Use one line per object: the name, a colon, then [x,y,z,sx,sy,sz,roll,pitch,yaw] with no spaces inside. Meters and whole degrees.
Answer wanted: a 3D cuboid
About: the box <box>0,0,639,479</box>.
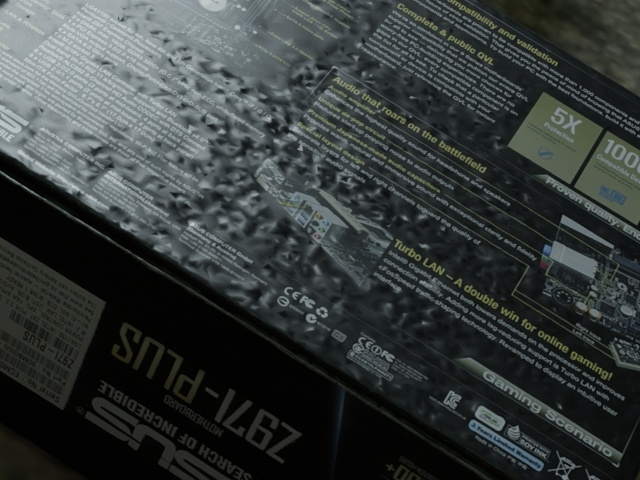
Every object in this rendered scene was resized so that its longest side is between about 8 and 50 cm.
box: [0.000,0.000,0.454,0.180,0.077,0.147,31,44,5]
